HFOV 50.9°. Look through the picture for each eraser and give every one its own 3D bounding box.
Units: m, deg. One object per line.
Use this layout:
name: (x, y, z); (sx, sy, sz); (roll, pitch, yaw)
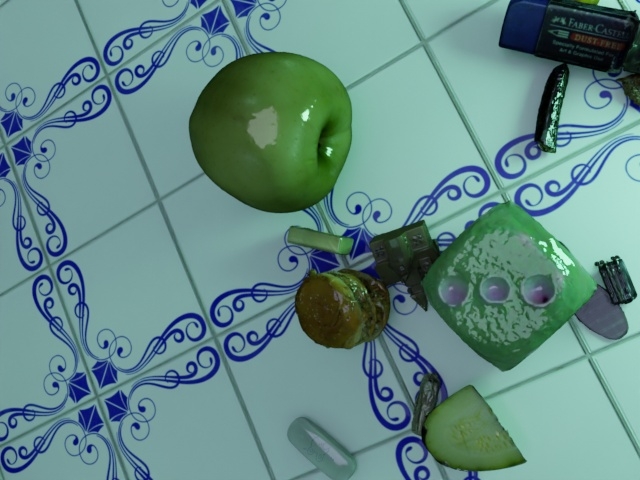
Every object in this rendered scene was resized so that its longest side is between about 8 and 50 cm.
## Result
eraser: (0.653, -0.554, 1.775); (0.332, 0.101, 0.155); (19, 123, 19)
eraser: (0.000, 0.000, 1.995); (0.172, 0.117, 0.058); (13, 91, 20)

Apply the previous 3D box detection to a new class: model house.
model house: (0.255, 0.092, 1.891); (0.181, 0.176, 0.248); (-20, 97, 19)

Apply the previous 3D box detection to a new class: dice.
dice: (0.476, 0.112, 1.705); (0.330, 0.318, 0.322); (-45, 73, 15)

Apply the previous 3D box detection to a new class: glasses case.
glasses case: (0.002, 0.618, 1.991); (0.233, 0.059, 0.092); (38, 101, 19)

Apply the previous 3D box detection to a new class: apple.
apple: (-0.142, -0.308, 1.903); (0.474, 0.474, 0.473); (-1, 87, 20)

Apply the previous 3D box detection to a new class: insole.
insole: (0.699, 0.131, 1.792); (0.110, 0.012, 0.309); (-35, 77, 16)

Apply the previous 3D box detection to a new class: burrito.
burrito: (0.296, 0.461, 1.902); (0.058, 0.045, 0.188); (15, 90, -5)

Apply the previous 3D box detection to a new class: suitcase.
suitcase: (0.763, 0.103, 1.731); (0.059, 0.086, 0.126); (-25, 78, 32)

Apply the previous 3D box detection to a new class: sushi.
sushi: (0.827, -0.391, 1.755); (0.055, 0.052, 0.120); (-34, 78, -1)

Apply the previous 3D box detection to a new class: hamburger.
hamburger: (0.051, 0.188, 1.912); (0.245, 0.211, 0.260); (-43, 73, 33)

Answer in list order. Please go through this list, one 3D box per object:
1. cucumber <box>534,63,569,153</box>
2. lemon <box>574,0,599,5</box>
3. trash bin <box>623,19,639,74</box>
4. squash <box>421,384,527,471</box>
cucumber: (0.625, -0.362, 1.822); (0.067, 0.067, 0.245); (9, 88, 20)
lemon: (0.704, -0.657, 1.797); (0.082, 0.082, 0.110); (-38, 74, 14)
trash bin: (0.928, -0.477, 1.643); (0.302, 0.203, 0.252); (19, 54, 21)
squash: (0.389, 0.534, 1.802); (0.155, 0.204, 0.236); (-26, 74, -18)
